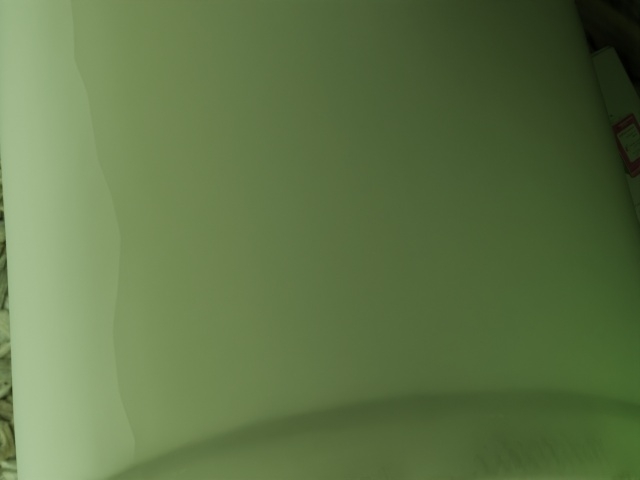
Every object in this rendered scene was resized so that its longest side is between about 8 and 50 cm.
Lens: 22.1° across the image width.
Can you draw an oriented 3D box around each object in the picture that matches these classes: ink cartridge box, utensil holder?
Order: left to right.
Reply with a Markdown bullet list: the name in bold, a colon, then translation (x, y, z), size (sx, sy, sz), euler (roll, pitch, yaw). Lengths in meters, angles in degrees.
- **utensil holder**: translation (0.000, 0.000, 0.827), size (0.328, 0.327, 0.385), euler (99, 164, -61)
- **ink cartridge box**: translation (0.163, -0.044, 0.975), size (0.122, 0.052, 0.088), euler (64, 161, 0)
